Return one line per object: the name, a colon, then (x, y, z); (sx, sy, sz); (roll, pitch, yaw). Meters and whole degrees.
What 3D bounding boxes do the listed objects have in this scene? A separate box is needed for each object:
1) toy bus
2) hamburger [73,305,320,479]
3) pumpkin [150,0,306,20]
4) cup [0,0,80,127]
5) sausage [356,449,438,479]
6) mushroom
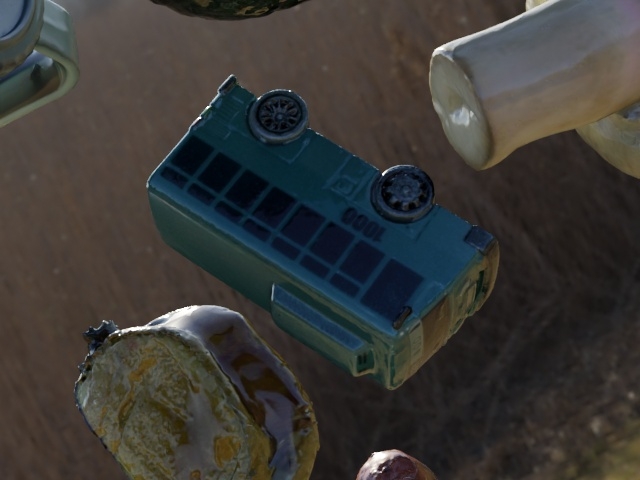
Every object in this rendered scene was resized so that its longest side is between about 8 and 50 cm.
toy bus: (0.000, 0.000, 1.124); (0.147, 0.256, 0.128); (-51, -18, -19)
hamburger: (-0.123, 0.190, 1.553); (0.211, 0.309, 0.132); (-44, -19, 17)
pumpkin: (-0.093, -0.291, 1.011); (0.197, 0.292, 0.263); (-23, 21, -13)
cup: (-0.388, -0.156, 1.141); (0.311, 0.331, 0.256); (-25, 33, 26)
sausage: (0.066, 0.213, 1.180); (0.076, 0.076, 0.141); (-25, -15, 2)
mushroom: (0.281, -0.173, 1.188); (0.356, 0.315, 0.315); (-39, 7, 19)
